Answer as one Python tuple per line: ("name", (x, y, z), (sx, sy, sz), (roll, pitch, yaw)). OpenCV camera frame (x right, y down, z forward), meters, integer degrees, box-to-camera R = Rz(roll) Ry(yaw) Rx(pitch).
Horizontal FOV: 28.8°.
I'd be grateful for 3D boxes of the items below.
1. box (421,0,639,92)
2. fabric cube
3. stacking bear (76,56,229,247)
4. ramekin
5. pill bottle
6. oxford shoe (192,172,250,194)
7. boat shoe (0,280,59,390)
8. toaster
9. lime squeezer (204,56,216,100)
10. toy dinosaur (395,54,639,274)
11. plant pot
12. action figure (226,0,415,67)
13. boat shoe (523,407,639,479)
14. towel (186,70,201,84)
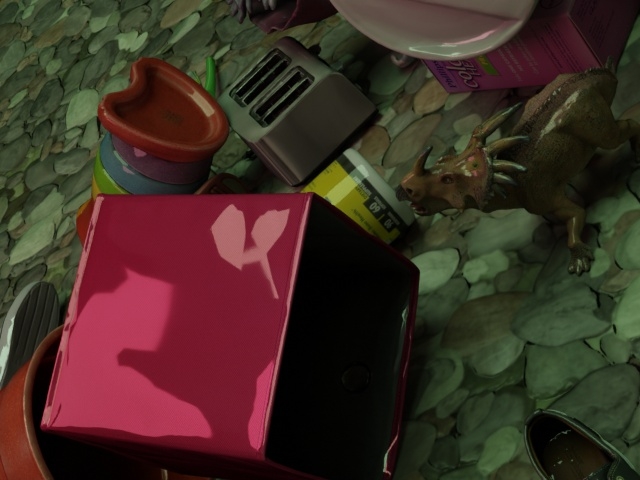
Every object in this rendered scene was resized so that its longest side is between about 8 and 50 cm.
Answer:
("box", (0.261, -0.305, 1.534), (0.243, 0.117, 0.213), (1, 56, 44))
("fabric cube", (-0.079, 0.109, 1.264), (0.258, 0.259, 0.254), (0, 71, 30))
("stacking bear", (-0.250, -0.075, 1.713), (0.289, 0.164, 0.175), (-58, 3, 38))
("ramekin", (0.130, -0.343, 1.390), (0.273, 0.273, 0.127), (-10, 38, 37))
("pill bottle", (0.000, 0.000, 1.484), (0.208, 0.119, 0.119), (-43, 37, 3))
("oxford shoe", (-0.206, 0.059, 1.623), (0.130, 0.123, 0.348), (-2, 52, 49))
("boat shoe", (-0.444, 0.159, 1.777), (0.076, 0.083, 0.226), (-12, 48, 34))
("toaster", (-0.039, -0.174, 1.696), (0.186, 0.110, 0.168), (-44, 36, 1))
("lime squeezer", (-0.190, -0.172, 1.898), (0.110, 0.059, 0.310), (-43, 24, 59))
("toy dinosaur", (0.236, -0.106, 1.297), (0.295, 0.200, 0.127), (-52, 37, -11))
("plant pot", (-0.308, 0.268, 1.421), (0.265, 0.272, 0.272), (-32, 38, 30))
("action figure", (0.058, -0.395, 1.682), (0.370, 0.275, 0.248), (-18, 42, -18))
("boat shoe", (0.248, 0.231, 1.066), (0.084, 0.079, 0.233), (-40, 38, 4))
("towel", (-0.231, -0.237, 2.019), (0.083, 0.009, 0.060), (-39, 36, 7))
